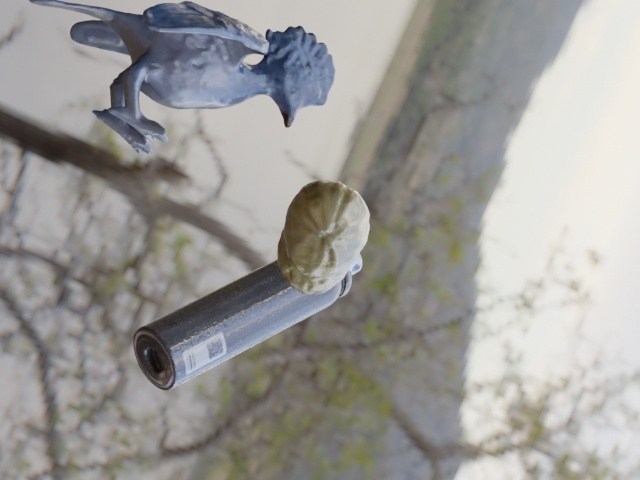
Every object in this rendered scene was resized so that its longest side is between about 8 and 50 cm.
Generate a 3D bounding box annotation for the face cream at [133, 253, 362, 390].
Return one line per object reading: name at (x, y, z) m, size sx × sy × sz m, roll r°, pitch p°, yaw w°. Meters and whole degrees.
face cream at (-0.070, 0.072, 2.026) m, size 0.283 × 0.073 × 0.073 m, roll -26°, pitch 156°, yaw -34°

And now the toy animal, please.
toy animal at (-0.119, -0.158, 1.600) m, size 0.176 × 0.255 × 0.239 m, roll -56°, pitch -160°, yaw -18°

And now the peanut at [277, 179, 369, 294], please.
peanut at (0.000, 0.000, 1.718) m, size 0.187 × 0.082 × 0.082 m, roll 118°, pitch -4°, yaw -76°
